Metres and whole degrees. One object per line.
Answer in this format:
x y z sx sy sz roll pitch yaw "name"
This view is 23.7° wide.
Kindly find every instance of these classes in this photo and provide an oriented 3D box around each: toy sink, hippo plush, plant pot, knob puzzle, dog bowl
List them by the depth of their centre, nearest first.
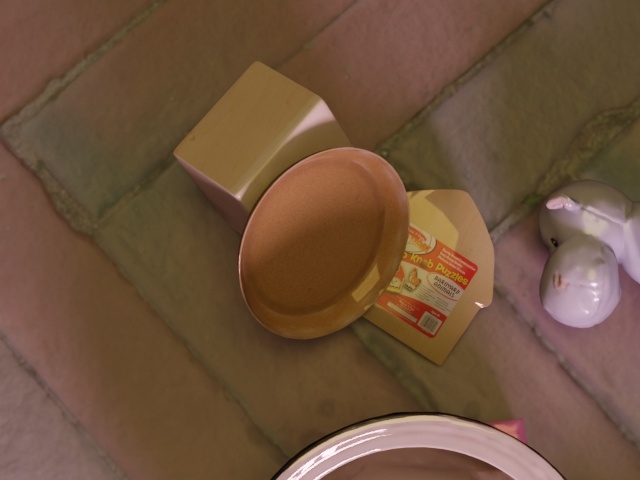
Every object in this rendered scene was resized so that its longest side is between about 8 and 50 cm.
0.098 0.375 1.670 0.408 0.150 0.408 0 94 -3 "dog bowl"
0.000 0.000 1.755 0.236 0.236 0.032 -45 40 -10 "plant pot"
0.374 -0.002 1.766 0.236 0.234 0.294 9 77 1 "hippo plush"
-0.045 -0.073 1.818 0.131 0.234 0.153 33 78 37 "toy sink"
0.124 0.024 1.848 0.213 0.030 0.213 0 91 -2 "knob puzzle"

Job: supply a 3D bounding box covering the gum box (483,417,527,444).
0.159 0.274 1.785 0.188 0.062 0.107 -7 77 -2 "gum box"
